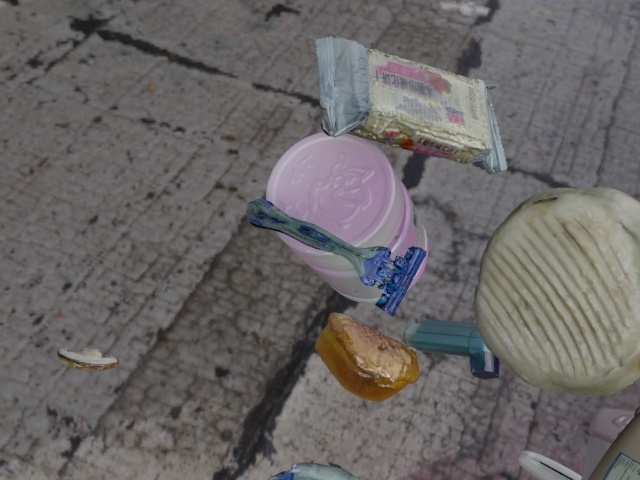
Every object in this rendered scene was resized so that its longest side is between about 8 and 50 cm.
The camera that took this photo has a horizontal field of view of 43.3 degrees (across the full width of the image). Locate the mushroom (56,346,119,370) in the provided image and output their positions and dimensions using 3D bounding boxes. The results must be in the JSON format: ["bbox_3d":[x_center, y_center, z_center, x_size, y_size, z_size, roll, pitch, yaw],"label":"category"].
[{"bbox_3d":[-0.382,0.194,1.324,0.101,0.019,0.049,12,27,-7],"label":"mushroom"}]

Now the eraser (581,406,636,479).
[{"bbox_3d":[0.342,0.242,0.708,0.244,0.059,0.204,-7,49,39],"label":"eraser"}]

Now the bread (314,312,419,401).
[{"bbox_3d":[0.108,0.283,1.842,0.260,0.129,0.134,31,22,-7],"label":"bread"}]

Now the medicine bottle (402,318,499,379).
[{"bbox_3d":[0.314,0.253,1.928,0.259,0.079,0.124,4,73,41],"label":"medicine bottle"}]

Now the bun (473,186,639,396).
[{"bbox_3d":[0.297,0.055,0.907,0.239,0.239,0.141,41,21,29],"label":"bun"}]

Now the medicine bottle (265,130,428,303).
[{"bbox_3d":[0.056,-0.028,1.354,0.212,0.325,0.211,-5,71,16],"label":"medicine bottle"}]

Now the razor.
[{"bbox_3d":[-0.006,-0.005,1.104,0.324,0.056,0.093,25,83,41],"label":"razor"}]

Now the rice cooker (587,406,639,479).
[{"bbox_3d":[0.247,0.201,0.549,0.206,0.145,0.127,-54,39,-1],"label":"rice cooker"}]

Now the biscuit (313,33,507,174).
[{"bbox_3d":[0.137,-0.200,1.219,0.309,0.079,0.185,13,57,-23],"label":"biscuit"}]

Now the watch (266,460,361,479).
[{"bbox_3d":[-0.010,0.463,1.287,0.276,0.068,0.275,13,21,36],"label":"watch"}]

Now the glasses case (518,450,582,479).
[{"bbox_3d":[0.517,0.514,1.737,0.193,0.074,0.049,23,66,35],"label":"glasses case"}]
